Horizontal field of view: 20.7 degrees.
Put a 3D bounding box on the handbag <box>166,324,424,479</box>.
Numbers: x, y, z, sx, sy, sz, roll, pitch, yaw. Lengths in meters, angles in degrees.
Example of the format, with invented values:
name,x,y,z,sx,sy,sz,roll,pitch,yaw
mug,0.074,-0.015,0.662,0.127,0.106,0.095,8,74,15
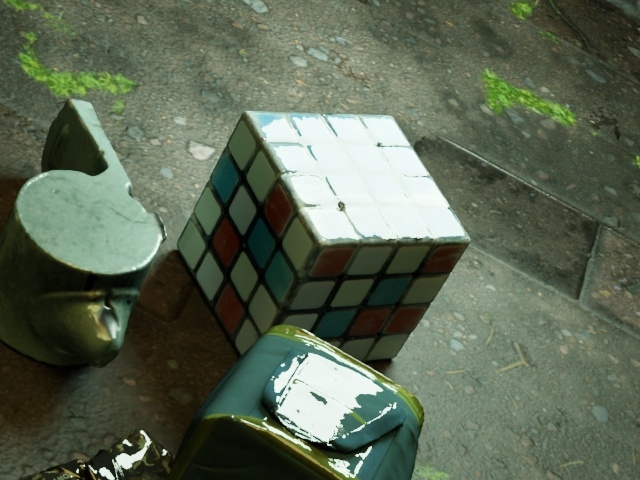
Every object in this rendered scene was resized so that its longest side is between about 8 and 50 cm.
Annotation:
name,x,y,z,sx,sy,sz,roll,pitch,yaw
handbag,-0.025,0.257,2.042,0.263,0.222,0.241,28,31,2

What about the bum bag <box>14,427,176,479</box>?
name,x,y,z,sx,sy,sz,roll,pitch,yaw
bum bag,-0.256,0.288,1.974,0.248,0.069,0.102,-19,93,-47

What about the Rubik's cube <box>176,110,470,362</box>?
name,x,y,z,sx,sy,sz,roll,pitch,yaw
Rubik's cube,0.001,0.000,2.335,0.259,0.253,0.256,-1,46,-37

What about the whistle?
name,x,y,z,sx,sy,sz,roll,pitch,yaw
whistle,-0.300,-0.010,2.220,0.188,0.168,0.405,22,37,-8
